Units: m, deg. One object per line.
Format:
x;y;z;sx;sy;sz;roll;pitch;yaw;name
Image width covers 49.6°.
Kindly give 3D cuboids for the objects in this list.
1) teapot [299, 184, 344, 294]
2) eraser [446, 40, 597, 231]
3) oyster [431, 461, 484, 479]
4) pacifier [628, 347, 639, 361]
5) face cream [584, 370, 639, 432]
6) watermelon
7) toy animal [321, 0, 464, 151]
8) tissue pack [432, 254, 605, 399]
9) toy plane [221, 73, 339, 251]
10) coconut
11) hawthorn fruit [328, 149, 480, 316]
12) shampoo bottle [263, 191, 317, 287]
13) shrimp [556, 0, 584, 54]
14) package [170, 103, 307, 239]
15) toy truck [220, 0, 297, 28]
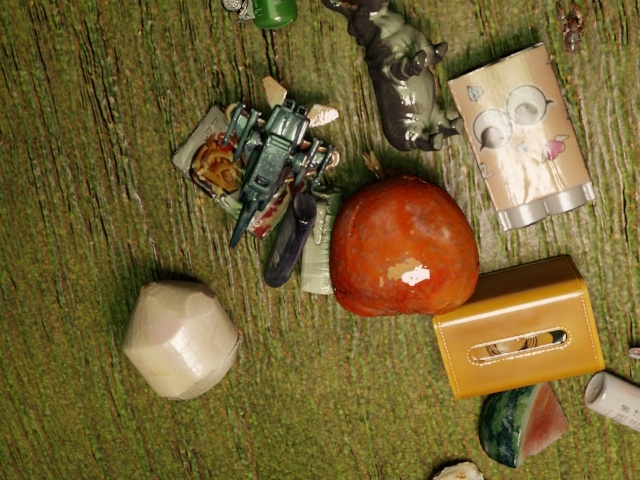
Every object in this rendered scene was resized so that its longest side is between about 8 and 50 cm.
0.000;0.000;1.304;0.077;0.107;0.200;8;109;11;teapot
0.350;-0.177;1.206;0.171;0.087;0.290;-20;104;15;eraser
0.248;0.560;1.470;0.233;0.107;0.161;-37;95;-1;oyster
0.628;0.200;1.311;0.099;0.081;0.078;16;77;-22;pacifier
0.650;0.343;1.340;0.269;0.082;0.082;25;110;-2;face cream
0.398;0.337;1.370;0.136;0.202;0.207;28;100;39;watermelon
0.126;-0.312;1.166;0.168;0.106;0.343;-10;110;56;toy animal
0.359;0.163;1.290;0.274;0.145;0.194;-16;104;12;tissue pack
-0.100;-0.119;1.250;0.223;0.104;0.326;25;99;-7;toy plane
-0.279;0.181;1.356;0.224;0.224;0.234;-34;101;17;coconut
0.132;-0.012;1.213;0.276;0.276;0.307;-12;92;12;hawthorn fruit
-0.060;0.009;1.291;0.049;0.087;0.233;7;141;-15;shampoo bottle
0.424;-0.362;1.165;0.038;0.029;0.092;-16;101;14;shrimp
-0.155;-0.130;1.323;0.239;0.030;0.154;41;107;-5;package
-0.115;-0.479;1.167;0.125;0.101;0.242;-9;109;6;toy truck
